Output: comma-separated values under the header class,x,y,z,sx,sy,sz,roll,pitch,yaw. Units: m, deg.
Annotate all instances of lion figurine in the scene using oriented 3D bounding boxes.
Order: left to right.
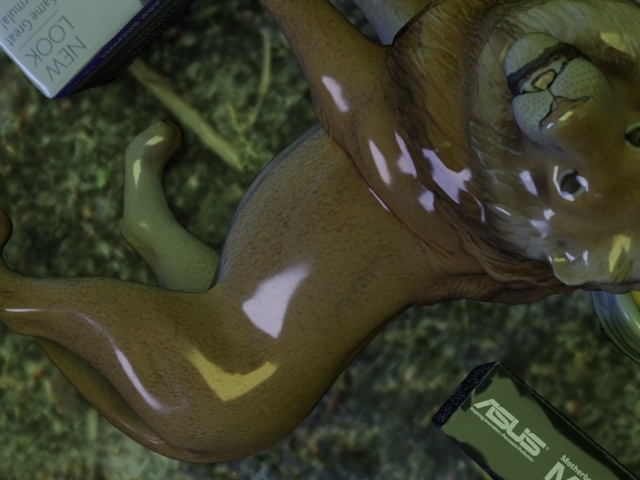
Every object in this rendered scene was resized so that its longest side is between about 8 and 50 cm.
class,x,y,z,sx,sy,sz,roll,pitch,yaw
lion figurine,0.000,0.000,0.824,0.392,0.142,0.240,-45,72,32

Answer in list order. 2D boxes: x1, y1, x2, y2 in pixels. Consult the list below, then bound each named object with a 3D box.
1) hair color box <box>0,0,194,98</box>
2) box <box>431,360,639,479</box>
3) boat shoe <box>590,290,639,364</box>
class,x,y,z,sx,sy,sz,roll,pitch,yaw
hair color box,-0.165,-0.255,0.844,0.185,0.110,0.339,-42,92,15
box,0.132,0.128,0.799,0.184,0.191,0.045,43,88,6
boat shoe,0.223,-0.110,0.821,0.135,0.156,0.367,28,92,9
